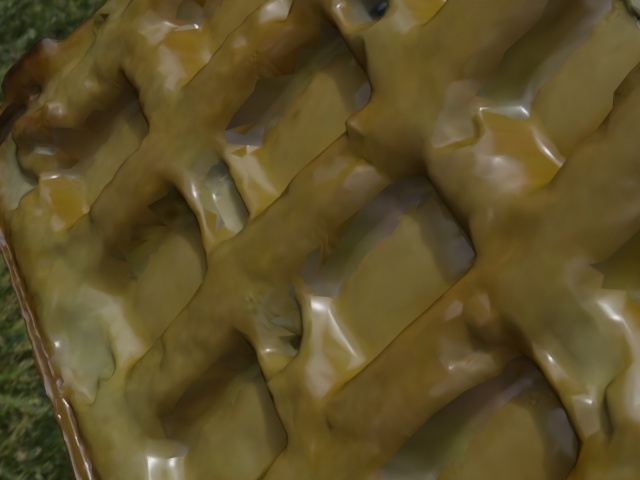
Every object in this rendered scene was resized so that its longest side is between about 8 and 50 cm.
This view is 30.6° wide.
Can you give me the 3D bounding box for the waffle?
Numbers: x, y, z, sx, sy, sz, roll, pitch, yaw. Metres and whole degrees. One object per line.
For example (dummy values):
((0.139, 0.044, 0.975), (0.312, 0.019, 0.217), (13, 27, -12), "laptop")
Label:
((0.000, 0.000, 0.425), (0.077, 0.304, 0.348), (14, 39, -45), "waffle")
